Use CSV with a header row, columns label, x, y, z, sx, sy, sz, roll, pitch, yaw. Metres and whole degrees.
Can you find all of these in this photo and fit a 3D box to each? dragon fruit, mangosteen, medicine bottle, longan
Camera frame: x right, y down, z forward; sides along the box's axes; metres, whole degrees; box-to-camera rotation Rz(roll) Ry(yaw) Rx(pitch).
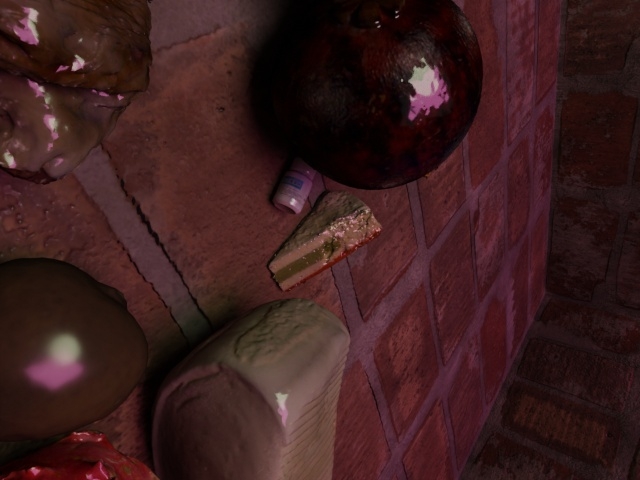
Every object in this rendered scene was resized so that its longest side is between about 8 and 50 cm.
label,x,y,z,sx,sy,sz,roll,pitch,yaw
dragon fruit,-0.273,0.318,0.465,0.268,0.205,0.210,105,-3,-66
mangosteen,0.088,-0.212,0.670,0.306,0.306,0.359,-61,155,-18
medicine bottle,-0.042,-0.093,0.731,0.052,0.052,0.089,40,69,-49
longan,-0.269,0.108,0.425,0.189,0.189,0.189,-20,116,-47

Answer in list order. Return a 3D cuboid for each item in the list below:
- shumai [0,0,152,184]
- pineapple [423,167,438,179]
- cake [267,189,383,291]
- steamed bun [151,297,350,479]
label,x,y,z,sx,sy,sz,roll,pitch,yaw
shumai,-0.268,-0.164,0.387,0.185,0.218,0.184,-38,132,20
pineapple,0.236,-0.251,1.009,0.225,0.076,0.225,-23,119,-49
cake,-0.005,-0.012,0.815,0.220,0.117,0.086,-31,129,-1
steamed bun,-0.106,0.274,0.631,0.247,0.236,0.384,-26,128,-56
